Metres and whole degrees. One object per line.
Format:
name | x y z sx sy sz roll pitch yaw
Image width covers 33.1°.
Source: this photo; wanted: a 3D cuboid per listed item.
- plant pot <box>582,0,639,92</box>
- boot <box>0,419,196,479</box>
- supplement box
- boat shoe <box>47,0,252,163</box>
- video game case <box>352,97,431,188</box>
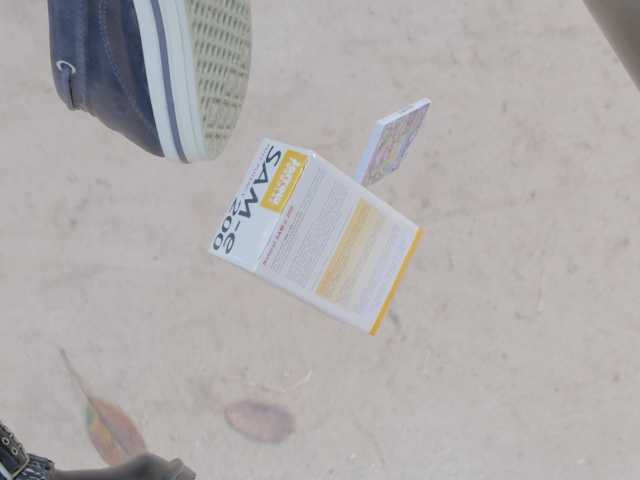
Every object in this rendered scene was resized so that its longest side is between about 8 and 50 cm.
plant pot | 0.421 -0.281 1.150 0.323 0.323 0.280 -32 63 -15
boot | -0.271 0.208 0.960 0.260 0.348 0.131 41 103 6
supplement box | 0.000 0.000 0.522 0.036 0.098 0.062 21 82 43
boat shoe | -0.143 -0.257 0.732 0.156 0.500 0.187 15 51 11
video game case | 0.075 -0.101 1.144 0.011 0.087 0.122 31 31 17
